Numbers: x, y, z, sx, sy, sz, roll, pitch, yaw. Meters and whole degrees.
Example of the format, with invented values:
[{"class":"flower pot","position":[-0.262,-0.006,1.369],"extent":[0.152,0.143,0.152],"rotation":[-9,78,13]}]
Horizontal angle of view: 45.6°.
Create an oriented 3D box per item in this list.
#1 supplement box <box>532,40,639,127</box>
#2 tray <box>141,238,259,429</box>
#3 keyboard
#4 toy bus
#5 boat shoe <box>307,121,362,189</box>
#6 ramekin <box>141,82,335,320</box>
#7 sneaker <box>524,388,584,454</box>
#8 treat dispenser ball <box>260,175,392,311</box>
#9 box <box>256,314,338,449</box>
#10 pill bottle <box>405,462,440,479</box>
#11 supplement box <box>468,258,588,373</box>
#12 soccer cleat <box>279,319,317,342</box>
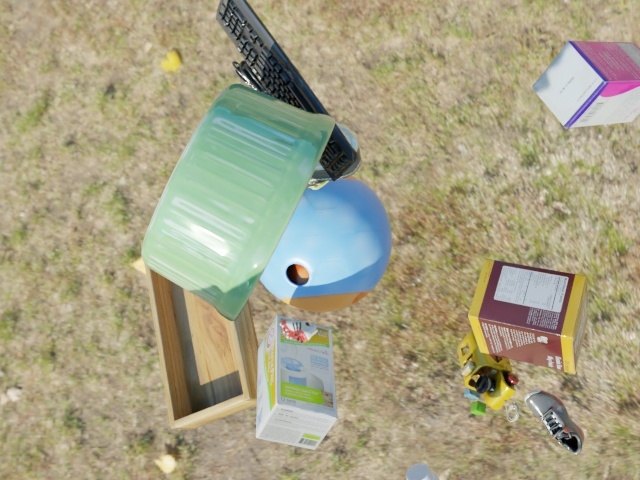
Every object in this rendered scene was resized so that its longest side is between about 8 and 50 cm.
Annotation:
[{"class":"supplement box","position":[0.515,-0.286,1.390],"extent":[0.114,0.220,0.111],"rotation":[60,138,26]},{"class":"tray","position":[-0.240,0.153,1.544],"extent":[0.203,0.076,0.411],"rotation":[-26,66,26]},{"class":"keyboard","position":[-0.063,-0.226,1.176],"extent":[0.033,0.201,0.317],"rotation":[-35,89,-14]},{"class":"toy bus","position":[0.379,0.304,1.761],"extent":[0.104,0.202,0.191],"rotation":[21,77,-16]},{"class":"boat shoe","position":[-0.026,-0.143,1.338],"extent":[0.305,0.091,0.109],"rotation":[13,56,51]},{"class":"ramekin","position":[-0.114,-0.059,1.015],"extent":[0.148,0.303,0.303],"rotation":[27,88,-6]},{"class":"sneaker","position":[0.471,0.362,1.512],"extent":[0.158,0.065,0.061],"rotation":[43,113,-5]},{"class":"treat dispenser ball","position":[0.000,0.000,1.524],"extent":[0.288,0.288,0.288],"rotation":[-7,74,23]},{"class":"box","position":[-0.045,0.247,1.344],"extent":[0.203,0.114,0.103],"rotation":[-93,25,-49]},{"class":"pill bottle","position":[0.215,0.505,1.520],"extent":[0.067,0.120,0.067],"rotation":[-22,25,11]},{"class":"supplement box","position":[0.412,0.150,1.490],"extent":[0.194,0.191,0.129],"rotation":[10,65,25]},{"class":"soccer cleat","position":[-0.035,0.140,1.204],"extent":[0.035,0.029,0.083],"rotation":[-30,20,-23]}]
